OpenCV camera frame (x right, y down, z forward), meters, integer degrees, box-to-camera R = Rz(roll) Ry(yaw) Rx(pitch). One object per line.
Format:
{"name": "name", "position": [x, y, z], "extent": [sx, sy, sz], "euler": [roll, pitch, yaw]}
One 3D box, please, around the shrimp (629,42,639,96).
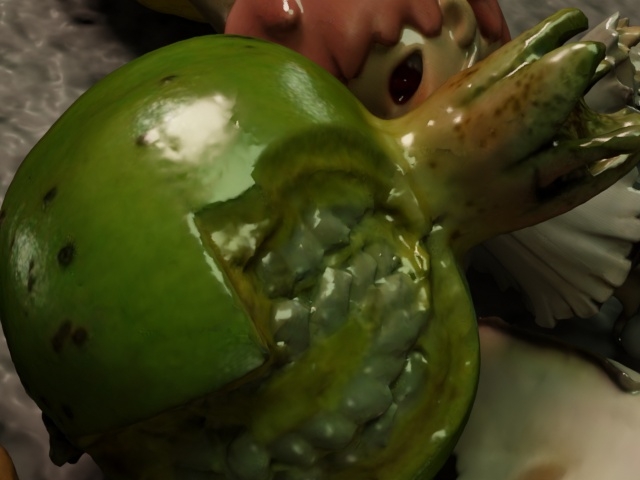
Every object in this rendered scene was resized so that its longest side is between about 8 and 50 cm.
{"name": "shrimp", "position": [0.262, -0.055, 0.923], "extent": [0.360, 0.085, 0.247], "euler": [3, 50, 1]}

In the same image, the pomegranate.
{"name": "pomegranate", "position": [0.000, 0.000, 0.646], "extent": [0.302, 0.236, 0.236], "euler": [-34, 48, 6]}

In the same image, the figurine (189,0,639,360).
{"name": "figurine", "position": [0.052, -0.080, 0.785], "extent": [0.387, 0.207, 0.166], "euler": [34, 55, -5]}

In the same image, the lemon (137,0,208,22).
{"name": "lemon", "position": [-0.067, -0.280, 0.984], "extent": [0.254, 0.253, 0.310], "euler": [8, 34, -5]}

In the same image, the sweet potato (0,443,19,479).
{"name": "sweet potato", "position": [-0.109, 0.202, 0.535], "extent": [0.106, 0.095, 0.354], "euler": [-18, 48, -27]}

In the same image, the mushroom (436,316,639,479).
{"name": "mushroom", "position": [0.139, 0.151, 0.646], "extent": [0.162, 0.173, 0.236], "euler": [-54, 23, -9]}
